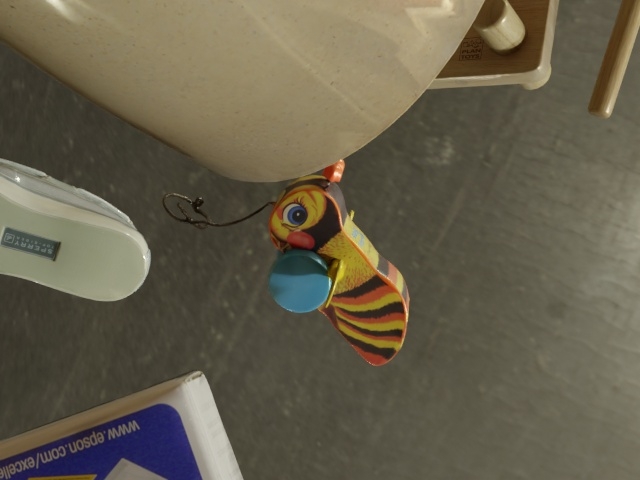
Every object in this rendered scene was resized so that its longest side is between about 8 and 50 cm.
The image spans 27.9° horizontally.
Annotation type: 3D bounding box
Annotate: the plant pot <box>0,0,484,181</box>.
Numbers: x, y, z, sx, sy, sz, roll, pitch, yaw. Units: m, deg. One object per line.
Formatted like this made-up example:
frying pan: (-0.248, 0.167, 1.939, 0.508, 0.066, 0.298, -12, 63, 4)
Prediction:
plant pot: (-0.096, -0.184, 0.535, 0.274, 0.256, 0.256, 19, 97, -44)

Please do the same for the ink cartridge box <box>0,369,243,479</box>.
ink cartridge box: (-0.154, 0.264, 0.708, 0.303, 0.072, 0.307, -20, 88, 9)

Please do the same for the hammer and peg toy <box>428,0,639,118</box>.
hammer and peg toy: (0.156, -0.256, 1.204, 0.127, 0.361, 0.266, 38, 59, -54)

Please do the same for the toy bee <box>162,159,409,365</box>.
toy bee: (0.000, 0.000, 1.407, 0.298, 0.195, 0.162, 29, 113, -28)

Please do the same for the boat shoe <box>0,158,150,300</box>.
boat shoe: (-0.236, -0.019, 0.951, 0.227, 0.081, 0.079, 21, 103, -16)
